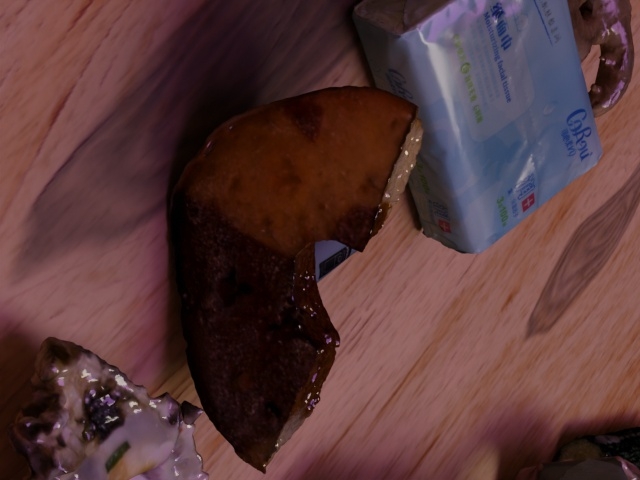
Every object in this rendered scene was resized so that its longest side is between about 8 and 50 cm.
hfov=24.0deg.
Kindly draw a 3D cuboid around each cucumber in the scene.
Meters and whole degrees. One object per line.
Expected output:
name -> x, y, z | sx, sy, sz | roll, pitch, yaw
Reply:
cucumber -> 0.356, 0.264, 1.795 | 0.265, 0.077, 0.077 | 5, 99, -55

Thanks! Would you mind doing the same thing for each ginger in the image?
ginger -> 0.225, -0.229, 1.432 | 0.258, 0.065, 0.149 | 28, 69, -46

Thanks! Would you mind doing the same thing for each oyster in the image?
oyster -> -0.139, 0.220, 1.055 | 0.201, 0.107, 0.355 | -41, 125, -55

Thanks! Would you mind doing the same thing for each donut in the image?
donut -> -0.029, 0.006, 1.115 | 0.112, 0.151, 0.295 | -12, 126, -65

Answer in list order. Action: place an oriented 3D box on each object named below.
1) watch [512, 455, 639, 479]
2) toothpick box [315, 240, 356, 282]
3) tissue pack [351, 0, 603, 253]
watch -> 0.289, 0.351, 1.567 | 0.241, 0.161, 0.253 | -97, 179, -60
toothpick box -> 0.000, 0.000, 1.215 | 0.083, 0.052, 0.052 | -39, 133, -37
tissue pack -> 0.144, -0.131, 1.299 | 0.177, 0.089, 0.263 | -37, 135, -17
